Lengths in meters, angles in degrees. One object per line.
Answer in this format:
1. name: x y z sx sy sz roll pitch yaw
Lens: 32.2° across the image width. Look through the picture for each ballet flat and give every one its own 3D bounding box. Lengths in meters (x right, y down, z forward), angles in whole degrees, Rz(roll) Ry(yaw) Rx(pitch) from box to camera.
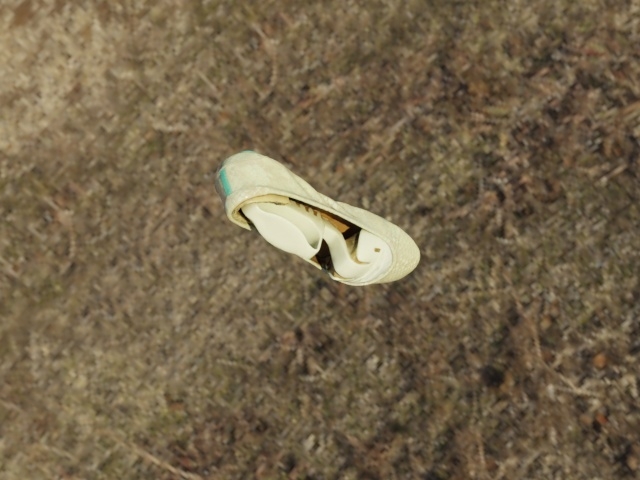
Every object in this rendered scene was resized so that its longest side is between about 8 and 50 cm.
1. ballet flat: 0.000 0.000 0.718 0.057 0.168 0.052 -46 35 27
